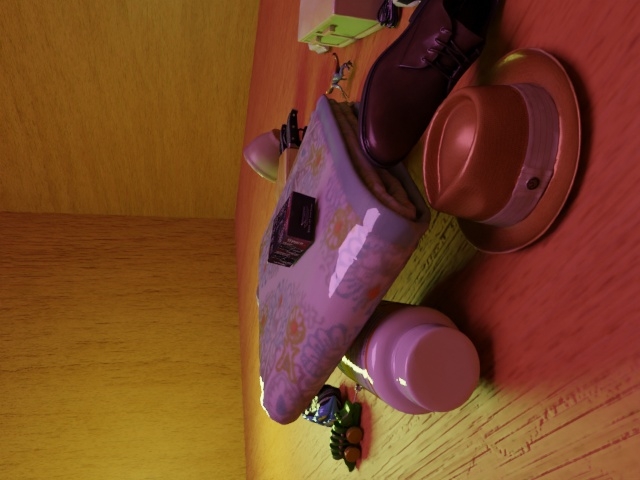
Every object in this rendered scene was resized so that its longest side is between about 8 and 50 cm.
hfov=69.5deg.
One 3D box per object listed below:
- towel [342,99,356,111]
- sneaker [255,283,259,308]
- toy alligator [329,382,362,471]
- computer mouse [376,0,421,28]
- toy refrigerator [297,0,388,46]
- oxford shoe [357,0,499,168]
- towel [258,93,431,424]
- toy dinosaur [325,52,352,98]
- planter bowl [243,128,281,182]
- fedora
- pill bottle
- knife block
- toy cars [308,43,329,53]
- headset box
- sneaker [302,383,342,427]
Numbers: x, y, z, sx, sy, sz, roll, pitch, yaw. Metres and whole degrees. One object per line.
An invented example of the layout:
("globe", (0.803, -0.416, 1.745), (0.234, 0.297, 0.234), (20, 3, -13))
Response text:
("towel", (0.024, -0.189, 0.891), (0.113, 0.023, 0.152), (-38, -34, -53))
("sneaker", (-0.124, 0.265, 1.318), (0.316, 0.127, 0.182), (-114, 31, -54))
("toy alligator", (0.044, 0.333, 0.837), (0.056, 0.051, 0.190), (-142, 55, -71))
("computer mouse", (0.126, -0.350, 0.625), (0.193, 0.042, 0.106), (-111, 31, -67))
("toy refrigerator", (0.037, -0.415, 0.837), (0.269, 0.102, 0.094), (-135, 48, -69))
("oxford shoe", (0.108, -0.179, 0.466), (0.227, 0.082, 0.096), (-64, 19, -3))
("towel", (0.000, 0.000, 0.638), (0.375, 0.090, 0.321), (-101, 30, -55))
("toy dinosaur", (0.029, -0.330, 0.930), (0.082, 0.090, 0.047), (-29, 38, 37))
("planter bowl", (-0.135, -0.267, 1.396), (0.109, 0.162, 0.162), (-47, 36, 26))
("fedora", (0.149, -0.081, 0.436), (0.194, 0.079, 0.195), (-179, 90, -75))
("pill bottle", (0.093, 0.133, 0.554), (0.215, 0.117, 0.118), (168, 103, -74))
("knife block", (-0.052, -0.182, 1.165), (0.276, 0.088, 0.242), (-105, 22, -48))
("toy cars", (0.007, -0.596, 0.986), (0.394, 0.087, 0.177), (112, 155, -52))
("headset box", (-0.034, -0.014, 0.551), (0.083, 0.032, 0.062), (133, 148, -54))
("sneaker", (0.010, 0.346, 0.970), (0.188, 0.067, 0.078), (117, 171, -62))
